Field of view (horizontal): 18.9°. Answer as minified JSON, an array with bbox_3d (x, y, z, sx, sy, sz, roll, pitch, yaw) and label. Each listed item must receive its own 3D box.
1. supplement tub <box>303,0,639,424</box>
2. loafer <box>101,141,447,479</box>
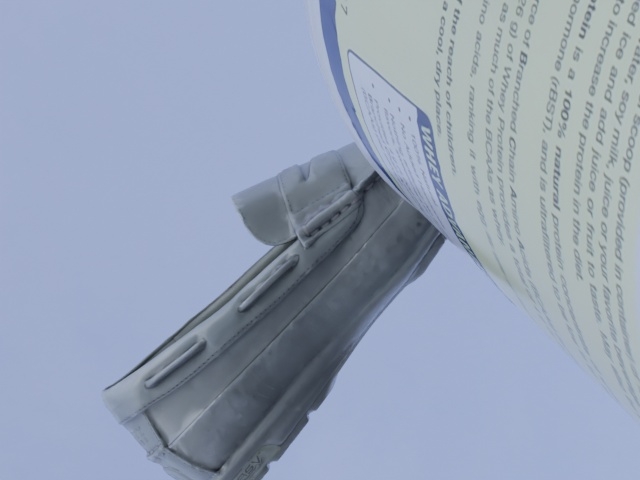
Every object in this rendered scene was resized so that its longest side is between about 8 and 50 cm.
[{"bbox_3d":[0.151,-0.049,0.512,0.235,0.325,0.235,-9,-63,-19],"label":"supplement tub"},{"bbox_3d":[0.000,0.000,1.095,0.111,0.112,0.319,37,-91,-3],"label":"loafer"}]
